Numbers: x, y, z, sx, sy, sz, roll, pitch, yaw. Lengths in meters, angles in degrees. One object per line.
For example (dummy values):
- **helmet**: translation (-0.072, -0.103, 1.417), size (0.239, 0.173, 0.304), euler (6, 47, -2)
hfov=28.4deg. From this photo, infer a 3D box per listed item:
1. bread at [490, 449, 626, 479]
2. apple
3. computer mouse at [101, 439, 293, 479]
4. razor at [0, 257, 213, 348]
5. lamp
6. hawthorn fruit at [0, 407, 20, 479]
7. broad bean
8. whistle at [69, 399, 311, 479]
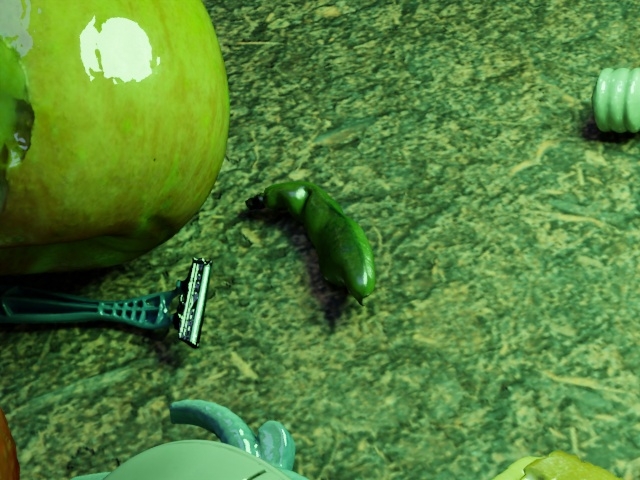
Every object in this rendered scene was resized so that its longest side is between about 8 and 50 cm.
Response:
- **bread**: translation (0.155, 0.241, 0.794), size (0.210, 0.099, 0.235), euler (27, 45, 33)
- **apple**: translation (-0.245, -0.127, 1.081), size (0.339, 0.340, 0.340), euler (-5, 43, 4)
- **computer mouse**: translation (-0.124, 0.252, 0.771), size (0.184, 0.121, 0.297), euler (33, 79, 32)
- **razor**: translation (-0.218, 0.058, 1.108), size (0.253, 0.042, 0.082), euler (0, 64, 12)
- **lamp**: translation (0.351, -0.128, 1.174), size (0.193, 0.106, 0.106), euler (5, 44, 25)
- **hawthorn fruit**: translation (-0.334, 0.183, 0.851), size (0.265, 0.307, 0.265), euler (3, 80, -18)
- **broad bean**: translation (0.005, -0.006, 1.135), size (0.061, 0.046, 0.195), euler (-38, 44, -13)
- **whistle**: translation (-0.062, 0.204, 0.888), size (0.269, 0.093, 0.180), euler (3, 63, 14)
